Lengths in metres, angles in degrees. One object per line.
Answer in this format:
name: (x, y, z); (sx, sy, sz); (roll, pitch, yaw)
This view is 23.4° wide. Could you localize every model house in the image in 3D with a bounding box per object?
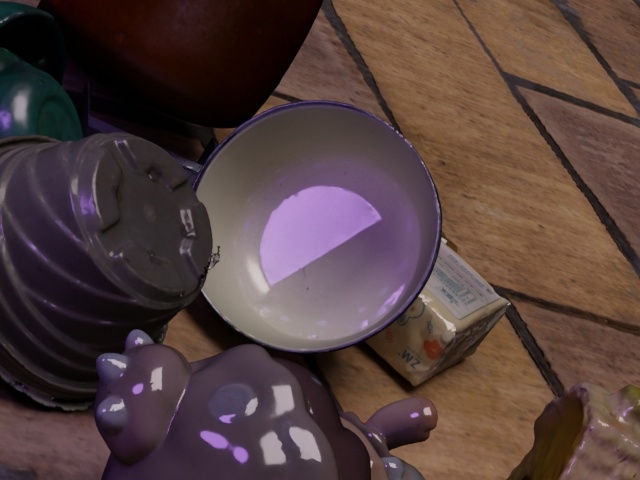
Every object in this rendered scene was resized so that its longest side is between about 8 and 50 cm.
model house: (0.247, 0.246, 1.276); (0.193, 0.234, 0.175); (29, 27, -6)

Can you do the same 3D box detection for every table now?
table: (-0.175, -0.066, 1.507); (0.146, 0.062, 0.175); (23, 26, -21)

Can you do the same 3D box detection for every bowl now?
bowl: (0.000, 0.000, 1.447); (0.238, 0.238, 0.126); (43, -4, 16)

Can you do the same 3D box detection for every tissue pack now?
tissue pack: (0.077, 0.044, 1.570); (0.196, 0.092, 0.148); (42, 28, 17)

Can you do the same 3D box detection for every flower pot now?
flower pot: (-0.177, 0.004, 1.222); (0.235, 0.140, 0.236); (30, 48, -41)

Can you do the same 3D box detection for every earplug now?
earplug: (-0.313, -0.103, 1.361); (0.280, 0.164, 0.257); (34, 62, 25)

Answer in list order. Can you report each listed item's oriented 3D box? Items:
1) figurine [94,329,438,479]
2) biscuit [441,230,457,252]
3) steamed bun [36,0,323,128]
figurine: (-0.017, 0.197, 1.133); (0.380, 0.203, 0.248); (17, 44, -55)
biscuit: (0.042, -0.070, 1.775); (0.187, 0.036, 0.273); (10, 36, -39)
steamed bun: (-0.133, -0.247, 1.557); (0.248, 0.235, 0.379); (31, -1, -13)
